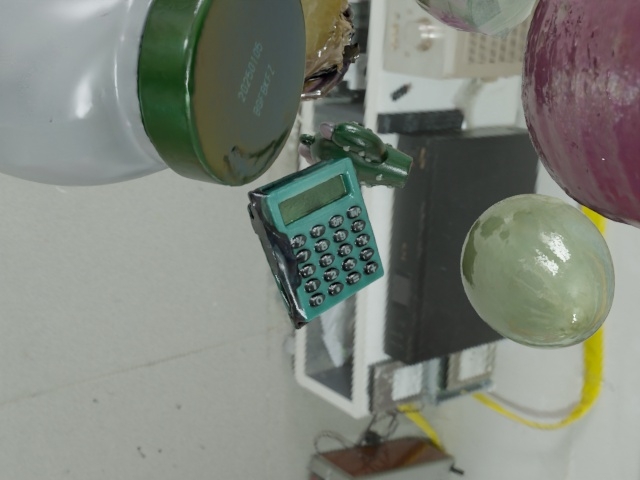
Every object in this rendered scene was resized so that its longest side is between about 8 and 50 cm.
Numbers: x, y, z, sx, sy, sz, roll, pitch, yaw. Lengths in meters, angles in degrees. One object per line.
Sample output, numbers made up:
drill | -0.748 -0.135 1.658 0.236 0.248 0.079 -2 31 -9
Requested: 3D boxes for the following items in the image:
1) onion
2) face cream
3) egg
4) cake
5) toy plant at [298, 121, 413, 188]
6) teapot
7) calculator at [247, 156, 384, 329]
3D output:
onion | 0.308 -0.081 0.617 0.358 0.358 0.345 33 73 -41
face cream | -0.214 -0.181 0.881 0.312 0.356 0.220 -56 149 -40
egg | 0.324 0.052 1.363 0.218 0.295 0.219 -3 117 -5
cake | -0.065 -0.426 1.694 0.321 0.332 0.333 12 96 -49
toy plant | 0.067 -0.176 1.927 0.243 0.232 0.113 25 71 -25
teapot | 0.248 -0.413 1.368 0.163 0.178 0.222 0 123 -31
calculator | 0.000 0.000 1.696 0.248 0.058 0.274 -28 106 -37
